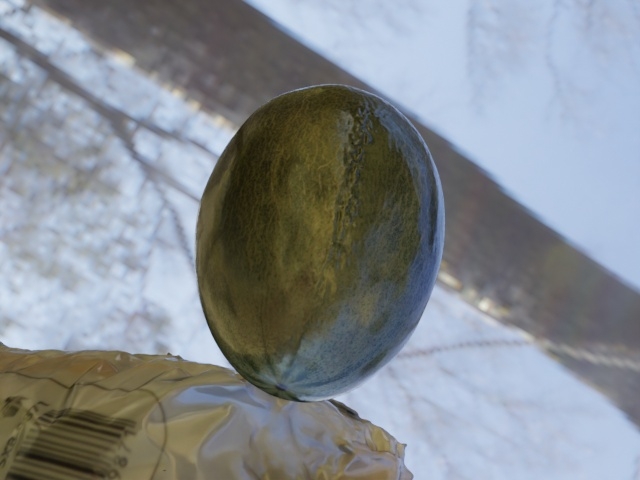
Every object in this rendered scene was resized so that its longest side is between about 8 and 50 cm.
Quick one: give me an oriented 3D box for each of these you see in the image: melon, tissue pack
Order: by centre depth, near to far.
[{"bbox_3d":[0.000,0.000,0.699,0.098,0.098,0.131,-38,-145,46],"label":"melon"},{"bbox_3d":[-0.157,0.238,1.039,0.390,0.195,0.376,5,-115,47],"label":"tissue pack"}]
